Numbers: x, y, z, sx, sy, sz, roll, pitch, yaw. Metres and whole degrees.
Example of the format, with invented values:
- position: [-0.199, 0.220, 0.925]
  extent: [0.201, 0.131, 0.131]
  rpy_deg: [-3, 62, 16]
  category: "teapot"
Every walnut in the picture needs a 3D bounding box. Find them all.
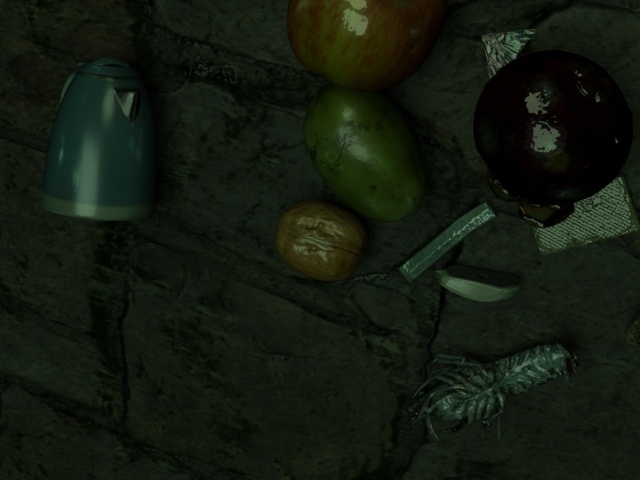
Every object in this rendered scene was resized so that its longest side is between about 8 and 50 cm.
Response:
- position: [0.000, 0.000, 1.958]
  extent: [0.197, 0.165, 0.165]
  rpy_deg: [14, 109, 17]
  category: "walnut"

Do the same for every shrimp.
- position: [0.341, 0.314, 1.927]
  extent: [0.411, 0.166, 0.221]
  rpy_deg: [-26, 92, 13]
  category: "shrimp"

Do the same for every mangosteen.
- position: [0.418, -0.195, 1.684]
  extent: [0.311, 0.311, 0.311]
  rpy_deg: [6, 107, 19]
  category: "mangosteen"

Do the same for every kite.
- position: [0.376, -0.355, 1.797]
  extent: [0.157, 0.011, 0.139]
  rpy_deg: [36, 117, 9]
  category: "kite"

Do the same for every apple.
- position: [0.080, -0.418, 1.752]
  extent: [0.302, 0.301, 0.301]
  rpy_deg: [6, 107, 19]
  category: "apple"

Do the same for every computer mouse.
- position: [0.321, 0.094, 1.901]
  extent: [0.182, 0.089, 0.056]
  rpy_deg: [11, 110, 19]
  category: "computer mouse"

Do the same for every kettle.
- position: [-0.502, -0.239, 2.056]
  extent: [0.319, 0.247, 0.342]
  rpy_deg: [16, 104, 43]
  category: "kettle"

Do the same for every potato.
- position: [0.086, -0.177, 1.845]
  extent: [0.216, 0.216, 0.304]
  rpy_deg: [-21, 100, 24]
  category: "potato"

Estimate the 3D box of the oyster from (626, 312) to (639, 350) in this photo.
- position: [0.718, 0.114, 1.741]
  extent: [0.351, 0.158, 0.162]
  rpy_deg: [-40, 46, 32]
  category: "oyster"

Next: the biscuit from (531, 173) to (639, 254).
- position: [0.514, -0.050, 1.814]
  extent: [0.199, 0.040, 0.121]
  rpy_deg: [-17, 97, 25]
  category: "biscuit"

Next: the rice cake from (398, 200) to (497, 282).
- position: [0.263, 0.003, 1.922]
  extent: [0.245, 0.042, 0.045]
  rpy_deg: [-41, 86, 26]
  category: "rice cake"
